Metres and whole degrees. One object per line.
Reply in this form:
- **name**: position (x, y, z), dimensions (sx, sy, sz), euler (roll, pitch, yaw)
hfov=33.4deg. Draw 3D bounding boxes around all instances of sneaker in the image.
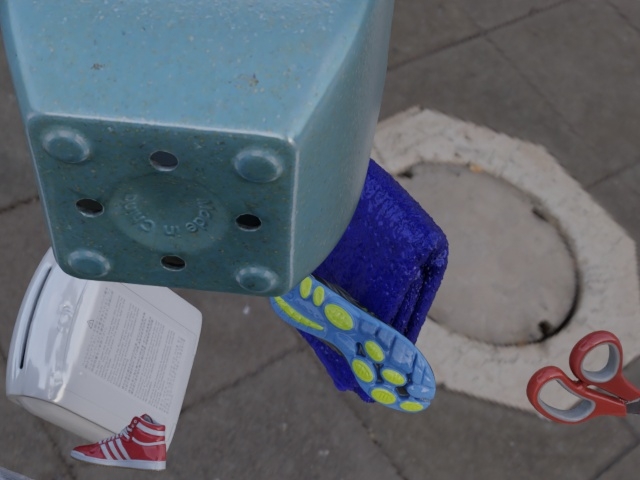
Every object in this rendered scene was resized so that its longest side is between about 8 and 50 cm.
- **sneaker**: position (-0.239, 0.238, 1.275), dimensions (0.118, 0.042, 0.067), euler (4, 84, 9)
- **sneaker**: position (0.037, 0.089, 1.020), dimensions (0.188, 0.067, 0.078), euler (38, 14, 10)

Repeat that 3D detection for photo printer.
- **photo printer**: position (-0.307, 0.152, 1.507), dimensions (0.107, 0.307, 0.256), euler (-1, 64, 29)

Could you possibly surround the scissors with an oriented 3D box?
- **scissors**: position (0.324, 0.177, 1.127), dimensions (0.297, 0.109, 0.021), euler (32, 14, -39)

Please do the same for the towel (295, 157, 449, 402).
- **towel**: position (0.000, 0.000, 1.143), dimensions (0.076, 0.228, 0.308), euler (-9, 40, -34)

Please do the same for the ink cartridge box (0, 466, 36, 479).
- **ink cartridge box**: position (-0.242, 0.406, 0.947), dimensions (0.394, 0.166, 0.286), euler (18, 76, 45)

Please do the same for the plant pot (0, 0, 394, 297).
- **plant pot**: position (-0.075, -0.107, 0.677), dimensions (0.247, 0.248, 0.252), euler (5, 52, 0)
